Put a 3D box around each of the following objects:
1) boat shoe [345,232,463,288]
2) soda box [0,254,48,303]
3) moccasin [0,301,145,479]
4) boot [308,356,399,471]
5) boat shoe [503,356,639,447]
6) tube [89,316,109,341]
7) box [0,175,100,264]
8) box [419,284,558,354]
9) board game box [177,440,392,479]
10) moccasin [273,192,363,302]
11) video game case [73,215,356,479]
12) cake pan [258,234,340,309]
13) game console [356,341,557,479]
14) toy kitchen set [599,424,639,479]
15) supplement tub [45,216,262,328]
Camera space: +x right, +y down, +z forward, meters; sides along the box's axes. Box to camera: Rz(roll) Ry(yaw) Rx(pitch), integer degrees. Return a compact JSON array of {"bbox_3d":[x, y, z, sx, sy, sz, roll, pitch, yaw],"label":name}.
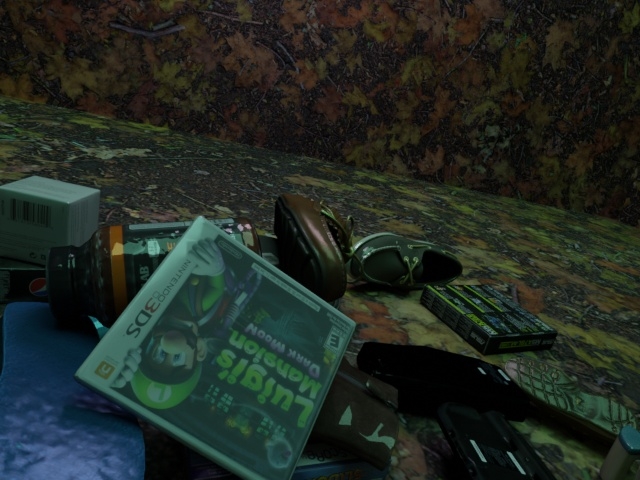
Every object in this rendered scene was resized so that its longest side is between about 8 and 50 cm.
[{"bbox_3d":[0.184,0.049,1.009,0.305,0.109,0.091,2,17,-41],"label":"boat shoe"},{"bbox_3d":[-0.367,0.053,0.691,0.169,0.053,0.060,4,21,-29],"label":"soda box"},{"bbox_3d":[-0.217,0.169,0.382,0.138,0.116,0.342,18,10,-28],"label":"moccasin"},{"bbox_3d":[-0.014,0.143,0.558,0.207,0.090,0.248,23,19,-1],"label":"boot"},{"bbox_3d":[0.341,0.231,0.675,0.178,0.060,0.064,27,50,29],"label":"boat shoe"},{"bbox_3d":[-0.302,0.114,0.578,0.207,0.052,0.080,-11,25,-41],"label":"tube"},{"bbox_3d":[-0.379,-0.027,0.671,0.101,0.101,0.087,12,19,-1],"label":"box"},{"bbox_3d":[0.322,0.146,0.929,0.184,0.045,0.191,0,24,-29],"label":"box"},{"bbox_3d":[-0.045,0.205,0.508,0.201,0.035,0.136,5,20,-24],"label":"board game box"},{"bbox_3d":[0.000,0.003,0.828,0.147,0.139,0.380,2,11,-9],"label":"moccasin"},{"bbox_3d":[-0.075,0.094,0.421,0.190,0.022,0.173,36,55,-11],"label":"video game case"},{"bbox_3d":[-0.101,0.058,0.869,0.294,0.054,0.293,13,18,-4],"label":"cake pan"},{"bbox_3d":[0.168,0.213,0.564,0.213,0.043,0.361,12,10,-6],"label":"game console"},{"bbox_3d":[0.448,0.276,0.515,0.166,0.122,0.207,8,20,-17],"label":"toy kitchen set"},{"bbox_3d":[-0.165,0.033,0.492,0.198,0.105,0.106,-6,25,-21],"label":"supplement tub"}]
